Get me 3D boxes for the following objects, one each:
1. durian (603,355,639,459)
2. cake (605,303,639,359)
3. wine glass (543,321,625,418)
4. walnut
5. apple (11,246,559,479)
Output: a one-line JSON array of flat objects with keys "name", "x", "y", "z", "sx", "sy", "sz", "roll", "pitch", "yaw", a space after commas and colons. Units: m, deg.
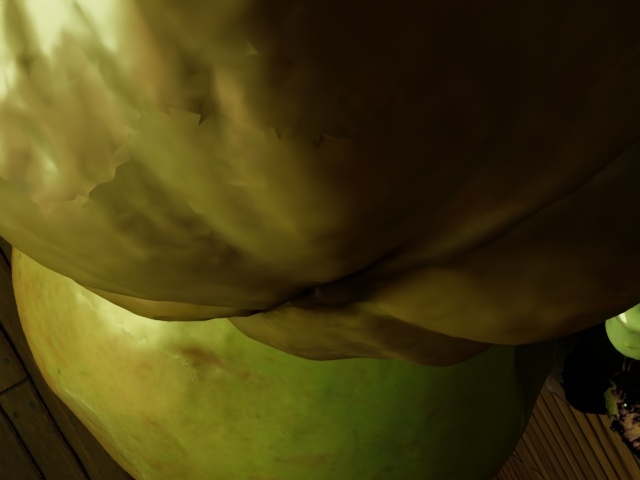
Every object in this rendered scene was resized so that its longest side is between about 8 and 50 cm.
[{"name": "durian", "x": 0.239, "y": 0.097, "z": 0.912, "sx": 0.108, "sy": 0.119, "sz": 0.186, "roll": 22, "pitch": -163, "yaw": -23}, {"name": "cake", "x": 0.186, "y": 0.030, "z": 0.804, "sx": 0.225, "sy": 0.109, "sz": 0.090, "roll": 57, "pitch": 175, "yaw": 28}, {"name": "wine glass", "x": 0.149, "y": 0.028, "z": 1.184, "sx": 0.204, "sy": 0.111, "sz": 0.111, "roll": 49, "pitch": 168, "yaw": 53}, {"name": "walnut", "x": 0.008, "y": -0.136, "z": 0.558, "sx": 0.306, "sy": 0.306, "sz": 0.344, "roll": 70, "pitch": -166, "yaw": -66}, {"name": "apple", "x": 0.000, "y": 0.000, "z": 1.025, "sx": 0.305, "sy": 0.338, "sz": 0.338, "roll": 23, "pitch": 158, "yaw": 25}]
